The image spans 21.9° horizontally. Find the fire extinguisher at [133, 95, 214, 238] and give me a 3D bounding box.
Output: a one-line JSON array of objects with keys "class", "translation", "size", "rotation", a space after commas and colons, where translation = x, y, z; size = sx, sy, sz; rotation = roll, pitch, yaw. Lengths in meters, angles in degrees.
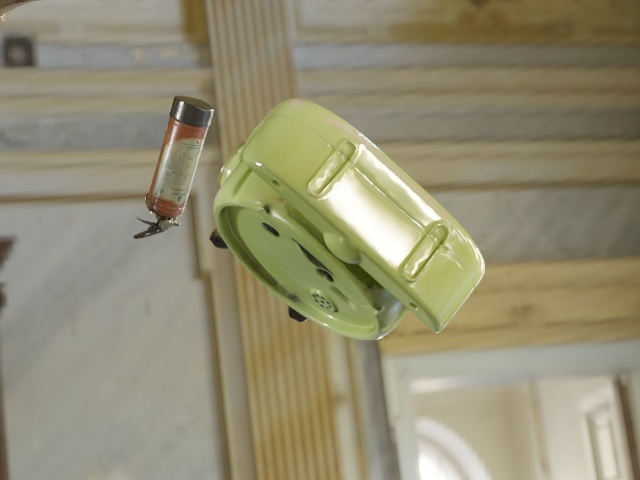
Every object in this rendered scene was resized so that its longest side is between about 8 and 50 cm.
[{"class": "fire extinguisher", "translation": [-0.174, -0.081, 1.942], "size": [0.062, 0.177, 0.050], "rotation": [6, 20, -36]}]

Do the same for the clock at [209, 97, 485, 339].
[{"class": "clock", "translation": [0.000, 0.000, 1.099], "size": [0.170, 0.069, 0.232], "rotation": [41, -20, -8]}]

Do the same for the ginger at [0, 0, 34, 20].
[{"class": "ginger", "translation": [-0.336, -0.163, 1.121], "size": [0.375, 0.166, 0.236], "rotation": [16, -40, 6]}]
